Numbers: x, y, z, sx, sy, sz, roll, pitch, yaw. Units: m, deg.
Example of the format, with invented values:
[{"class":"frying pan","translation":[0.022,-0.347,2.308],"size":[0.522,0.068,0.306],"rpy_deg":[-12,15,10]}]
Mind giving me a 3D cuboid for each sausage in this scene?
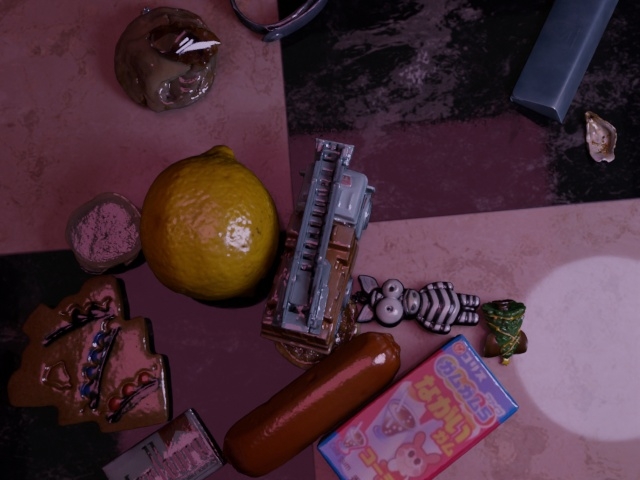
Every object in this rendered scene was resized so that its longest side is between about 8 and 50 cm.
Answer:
[{"class":"sausage","translation":[-0.011,0.272,1.418],"size":[0.348,0.094,0.097],"rpy_deg":[-37,104,-3]}]

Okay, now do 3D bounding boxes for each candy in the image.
[{"class":"candy","translation":[0.158,0.306,1.409],"size":[0.306,0.100,0.157],"rpy_deg":[-37,81,-4]}]

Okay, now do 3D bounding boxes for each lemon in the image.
[{"class":"lemon","translation":[-0.183,-0.028,1.407],"size":[0.228,0.228,0.253],"rpy_deg":[-11,78,0]}]

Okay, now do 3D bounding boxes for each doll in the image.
[{"class":"doll","translation":[0.160,0.109,1.453],"size":[0.219,0.067,0.091],"rpy_deg":[5,75,4]},{"class":"doll","translation":[0.314,0.154,1.436],"size":[0.078,0.076,0.113],"rpy_deg":[-6,82,-8]}]

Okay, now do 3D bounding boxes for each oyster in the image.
[{"class":"oyster","translation":[0.493,-0.183,1.502],"size":[0.051,0.034,0.093],"rpy_deg":[-3,93,18]}]

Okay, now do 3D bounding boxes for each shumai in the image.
[{"class":"shumai","translation":[-0.272,-0.330,1.508],"size":[0.201,0.120,0.201],"rpy_deg":[0,83,-1]}]

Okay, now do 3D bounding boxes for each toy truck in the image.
[{"class":"toy truck","translation":[0.000,0.000,1.403],"size":[0.133,0.184,0.338],"rpy_deg":[14,74,6]}]

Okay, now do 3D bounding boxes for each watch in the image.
[{"class":"watch","translation":[-0.069,-0.473,1.549],"size":[0.206,0.068,0.193],"rpy_deg":[-24,85,2]}]

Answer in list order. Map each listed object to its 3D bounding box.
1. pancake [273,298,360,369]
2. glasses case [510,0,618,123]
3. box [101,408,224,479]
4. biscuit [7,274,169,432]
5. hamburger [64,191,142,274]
[{"class":"pancake","translation":[-0.007,0.147,1.472],"size":[0.158,0.028,0.158],"rpy_deg":[0,80,-1]},{"class":"glasses case","translation":[0.440,-0.352,1.517],"size":[0.105,0.056,0.266],"rpy_deg":[25,83,5]},{"class":"box","translation":[-0.266,0.381,1.444],"size":[0.177,0.036,0.115],"rpy_deg":[-34,81,-3]},{"class":"biscuit","translation":[-0.378,0.213,1.469],"size":[0.301,0.043,0.278],"rpy_deg":[32,84,6]},{"class":"hamburger","translation":[-0.374,-0.013,1.494],"size":[0.140,0.062,0.133],"rpy_deg":[-29,86,-4]}]
